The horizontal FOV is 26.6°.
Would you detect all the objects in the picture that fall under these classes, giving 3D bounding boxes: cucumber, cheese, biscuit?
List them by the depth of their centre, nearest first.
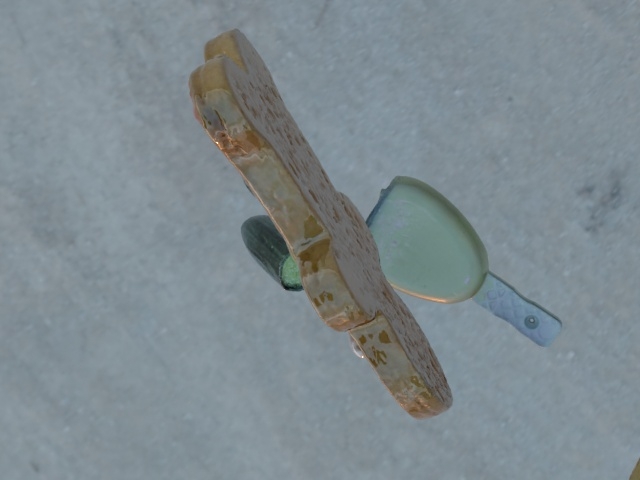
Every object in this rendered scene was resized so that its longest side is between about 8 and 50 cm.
[{"bbox_3d":[-0.001,0.000,0.769,0.036,0.165,0.250,-30,104,12],"label":"biscuit"},{"bbox_3d":[-0.035,0.005,1.154,0.105,0.048,0.048,38,137,54],"label":"cucumber"},{"bbox_3d":[0.121,0.028,1.162,0.192,0.037,0.097,35,113,8],"label":"cheese"}]

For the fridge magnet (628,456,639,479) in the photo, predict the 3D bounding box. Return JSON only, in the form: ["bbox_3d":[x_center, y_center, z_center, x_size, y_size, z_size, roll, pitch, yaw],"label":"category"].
[{"bbox_3d":[0.201,0.176,0.728,0.063,0.143,0.143,-10,108,37],"label":"fridge magnet"}]
